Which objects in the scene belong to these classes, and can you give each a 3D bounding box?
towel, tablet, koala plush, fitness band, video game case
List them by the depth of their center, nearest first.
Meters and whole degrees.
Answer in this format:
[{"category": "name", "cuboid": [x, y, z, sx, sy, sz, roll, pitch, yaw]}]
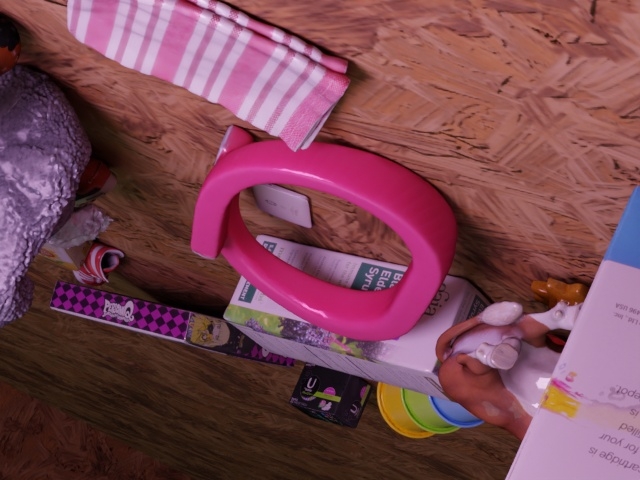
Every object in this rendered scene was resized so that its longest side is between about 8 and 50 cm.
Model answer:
[{"category": "towel", "cuboid": [-0.082, -0.127, 1.025, 0.197, 0.029, 0.144, 24, 164, -5]}, {"category": "fitness band", "cuboid": [0.000, 0.000, 1.238, 0.209, 0.054, 0.291, 24, 156, 1]}, {"category": "koala plush", "cuboid": [-0.275, -0.048, 1.327, 0.196, 0.203, 0.221, 37, -179, 6]}, {"category": "tablet", "cuboid": [-0.034, -0.032, 1.328, 0.054, 0.006, 0.083, 21, 164, 8]}, {"category": "video game case", "cuboid": [-0.177, 0.103, 1.852, 0.232, 0.041, 0.210, 10, 174, 39]}]

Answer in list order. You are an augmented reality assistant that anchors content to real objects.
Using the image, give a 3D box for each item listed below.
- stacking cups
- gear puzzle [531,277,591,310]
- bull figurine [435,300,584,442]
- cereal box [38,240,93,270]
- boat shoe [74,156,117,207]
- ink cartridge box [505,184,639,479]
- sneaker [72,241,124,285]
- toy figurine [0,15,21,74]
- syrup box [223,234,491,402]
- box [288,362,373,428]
[{"category": "stacking cups", "cuboid": [0.162, 0.147, 1.514, 0.096, 0.096, 0.316, 27, 163, -16]}, {"category": "gear puzzle", "cuboid": [0.310, 0.115, 1.268, 0.339, 0.044, 0.175, 31, 163, -28]}, {"category": "bull figurine", "cuboid": [0.240, 0.142, 1.221, 0.310, 0.101, 0.188, 21, 158, 2]}, {"category": "cereal box", "cuboid": [-0.352, -0.047, 1.649, 0.173, 0.047, 0.240, 23, 165, 8]}, {"category": "boat shoe", "cuboid": [-0.236, -0.051, 1.473, 0.043, 0.049, 0.137, 31, 157, -16]}, {"category": "ink cartridge box", "cuboid": [0.244, 0.148, 0.984, 0.198, 0.270, 0.197, 21, 157, 18]}, {"category": "sneaker", "cuboid": [-0.261, 0.033, 1.806, 0.067, 0.042, 0.118, 20, 163, 20]}, {"category": "toy figurine", "cuboid": [-0.342, -0.151, 1.117, 0.210, 0.148, 0.213, 7, 157, 29]}, {"category": "syrup box", "cuboid": [0.039, 0.072, 1.416, 0.237, 0.093, 0.096, 12, 161, 34]}, {"category": "box", "cuboid": [0.013, 0.200, 1.952, 0.083, 0.062, 0.052, 7, 158, 44]}]
